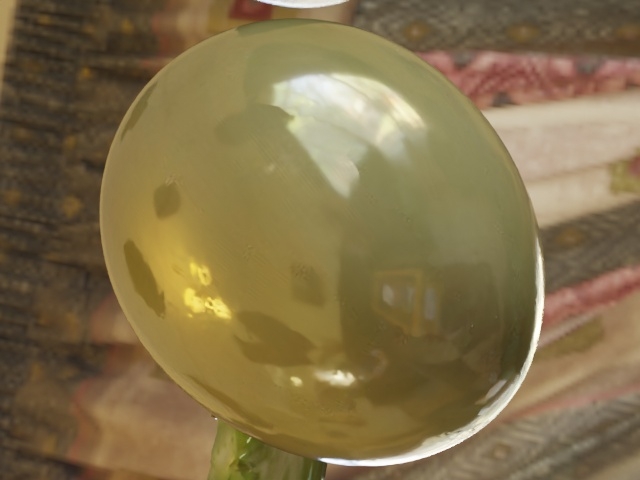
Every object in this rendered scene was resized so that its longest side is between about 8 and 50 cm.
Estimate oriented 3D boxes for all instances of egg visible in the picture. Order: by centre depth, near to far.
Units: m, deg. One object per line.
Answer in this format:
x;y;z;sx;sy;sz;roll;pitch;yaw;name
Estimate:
0.000;0.000;0.712;0.186;0.242;0.186;-16;-51;-21;egg

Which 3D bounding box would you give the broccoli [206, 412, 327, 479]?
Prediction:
-0.081;0.267;1.103;0.252;0.221;0.361;4;-101;-41;broccoli

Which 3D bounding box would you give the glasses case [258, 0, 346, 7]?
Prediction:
-0.048;-0.321;1.125;0.131;0.074;0.323;-7;-106;-46;glasses case
